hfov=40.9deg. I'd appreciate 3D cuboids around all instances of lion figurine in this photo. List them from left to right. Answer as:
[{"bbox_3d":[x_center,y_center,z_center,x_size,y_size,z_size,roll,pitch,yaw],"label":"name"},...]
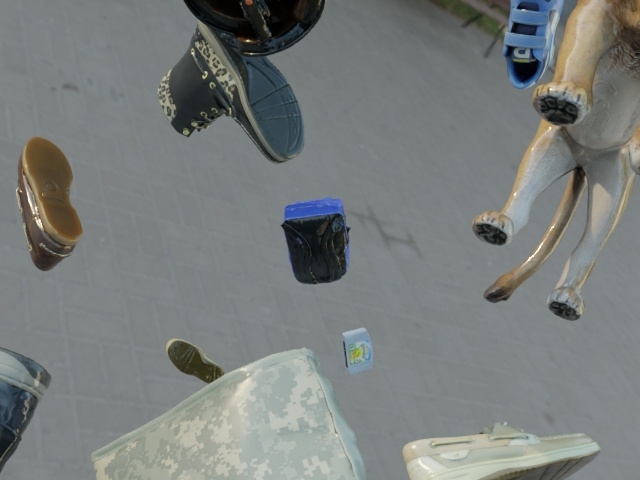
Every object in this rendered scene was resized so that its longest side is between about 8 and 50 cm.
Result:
[{"bbox_3d":[0.218,-0.112,0.628,0.142,0.392,0.240,27,64,3],"label":"lion figurine"}]

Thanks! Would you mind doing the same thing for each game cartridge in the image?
[{"bbox_3d":[0.070,0.207,1.602,0.056,0.083,0.017,-13,11,-28],"label":"game cartridge"}]

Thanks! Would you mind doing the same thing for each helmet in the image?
[{"bbox_3d":[-0.082,-0.318,1.044,0.169,0.169,0.161,15,28,-38],"label":"helmet"}]

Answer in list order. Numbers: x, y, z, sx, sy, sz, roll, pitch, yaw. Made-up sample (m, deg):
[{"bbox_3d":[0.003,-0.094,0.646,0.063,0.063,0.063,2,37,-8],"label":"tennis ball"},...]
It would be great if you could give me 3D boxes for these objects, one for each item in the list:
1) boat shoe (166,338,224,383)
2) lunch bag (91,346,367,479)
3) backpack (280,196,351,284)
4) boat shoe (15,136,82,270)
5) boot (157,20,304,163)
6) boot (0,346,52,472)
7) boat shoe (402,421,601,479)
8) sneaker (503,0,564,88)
[{"bbox_3d":[-0.224,0.207,1.486,0.045,0.050,0.135,27,-15,47],"label":"boat shoe"},{"bbox_3d":[-0.076,0.279,0.915,0.169,0.287,0.235,43,20,-50],"label":"lunch bag"},{"bbox_3d":[0.000,0.000,1.302,0.098,0.120,0.101,-6,25,8],"label":"backpack"},{"bbox_3d":[-0.370,-0.051,1.139,0.073,0.073,0.207,20,35,-38],"label":"boat shoe"},{"bbox_3d":[-0.128,-0.183,1.191,0.085,0.179,0.236,-23,80,-42],"label":"boot"},{"bbox_3d":[-0.533,0.240,0.988,0.378,0.138,0.284,12,65,-1],"label":"boot"},{"bbox_3d":[0.263,0.307,1.234,0.302,0.109,0.098,-6,52,-20],"label":"boat shoe"},{"bbox_3d":[0.222,-0.222,0.904,0.053,0.144,0.059,16,54,27],"label":"sneaker"}]
